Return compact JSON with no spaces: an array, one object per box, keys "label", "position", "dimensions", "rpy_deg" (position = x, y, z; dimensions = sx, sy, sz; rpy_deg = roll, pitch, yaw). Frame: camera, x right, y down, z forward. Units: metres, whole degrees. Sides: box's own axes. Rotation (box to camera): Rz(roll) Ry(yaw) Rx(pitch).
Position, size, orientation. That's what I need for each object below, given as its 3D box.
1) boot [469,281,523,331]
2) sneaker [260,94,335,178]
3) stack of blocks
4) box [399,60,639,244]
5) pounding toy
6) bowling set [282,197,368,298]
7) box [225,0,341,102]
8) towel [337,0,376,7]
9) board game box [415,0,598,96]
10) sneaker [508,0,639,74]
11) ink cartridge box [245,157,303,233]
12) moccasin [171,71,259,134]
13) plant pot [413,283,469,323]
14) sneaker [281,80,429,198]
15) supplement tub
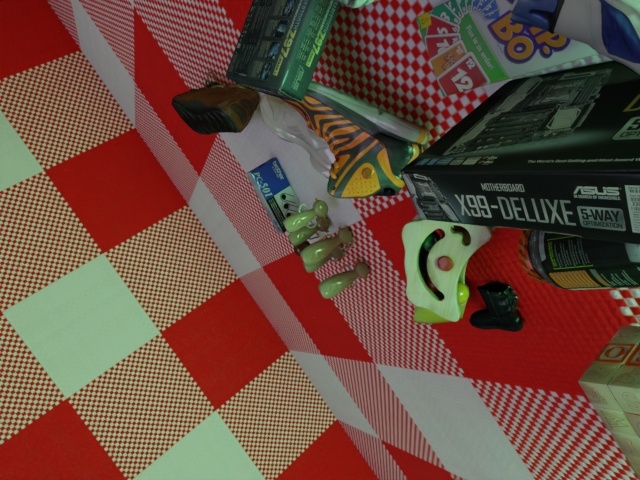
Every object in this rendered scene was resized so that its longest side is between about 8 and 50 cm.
[{"label":"boot","position":[0.342,0.132,0.881],"dimensions":[0.121,0.045,0.099],"rpy_deg":[-3,122,53]},{"label":"sneaker","position":[-0.014,-0.267,0.968],"dimensions":[0.305,0.114,0.152],"rpy_deg":[43,134,24]},{"label":"stack of blocks","position":[0.508,0.264,0.602],"dimensions":[0.297,0.171,0.087],"rpy_deg":[57,155,-4]},{"label":"box","position":[0.276,-0.105,0.453],"dimensions":[0.307,0.242,0.077],"rpy_deg":[14,138,56]},{"label":"pounding toy","position":[0.249,-0.004,0.818],"dimensions":[0.154,0.155,0.270],"rpy_deg":[4,111,30]},{"label":"bowling set","position":[0.000,0.000,1.252],"dimensions":[0.287,0.154,0.200],"rpy_deg":[64,173,-23]},{"label":"box","position":[-0.061,-0.373,0.765],"dimensions":[0.183,0.059,0.233],"rpy_deg":[30,102,43]},{"label":"towel","position":[0.020,-0.406,0.541],"dimensions":[0.283,0.235,0.121],"rpy_deg":[40,146,29]},{"label":"board game box","position":[0.242,-0.272,0.557],"dimensions":[0.259,0.039,0.124],"rpy_deg":[4,126,56]},{"label":"sneaker","position":[0.264,-0.215,0.315],"dimensions":[0.182,0.127,0.315],"rpy_deg":[38,-168,11]},{"label":"ink cartridge box","position":[-0.132,-0.134,1.322],"dimensions":[0.046,0.097,0.207],"rpy_deg":[7,128,58]},{"label":"moccasin","position":[-0.313,-0.400,1.280],"dimensions":[0.380,0.147,0.139],"rpy_deg":[13,148,50]},{"label":"plant pot","position":[0.262,0.122,0.936],"dimensions":[0.095,0.134,0.134],"rpy_deg":[13,140,19]},{"label":"sneaker","position":[0.024,-0.182,0.817],"dimensions":[0.321,0.124,0.180],"rpy_deg":[31,112,21]},{"label":"supplement tub","position":[0.370,0.006,0.581],"dimensions":[0.117,0.117,0.190],"rpy_deg":[57,156,-7]}]
